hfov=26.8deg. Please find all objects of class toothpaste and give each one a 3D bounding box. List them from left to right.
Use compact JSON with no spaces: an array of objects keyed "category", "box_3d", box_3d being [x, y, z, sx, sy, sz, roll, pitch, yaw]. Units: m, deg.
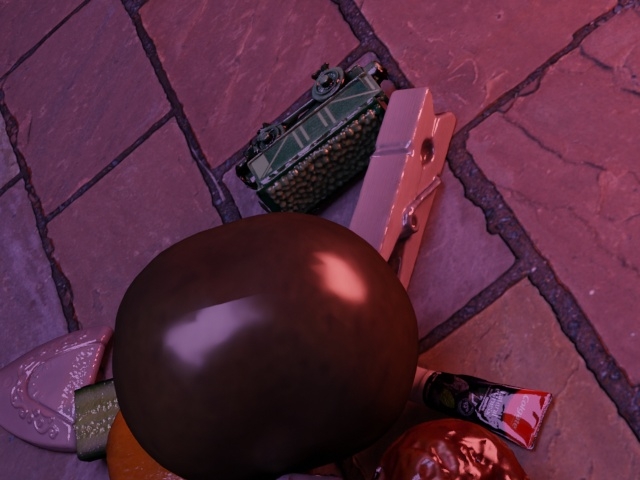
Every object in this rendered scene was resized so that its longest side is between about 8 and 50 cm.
[{"category":"toothpaste","box_3d":[0.184,0.191,1.610,0.193,0.045,0.071,15,73,39]}]

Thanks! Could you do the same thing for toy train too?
[{"category":"toy train","box_3d":[0.004,-0.149,1.954,0.269,0.115,0.154,-37,45,5]}]

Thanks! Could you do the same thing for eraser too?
[{"category":"eraser","box_3d":[-0.446,0.231,2.086,0.243,0.059,0.204,-8,56,31]}]

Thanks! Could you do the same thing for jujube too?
[{"category":"jujube","box_3d":[0.147,0.336,1.425,0.197,0.197,0.290,-23,63,26]}]

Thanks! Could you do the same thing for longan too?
[{"category":"longan","box_3d":[-0.064,0.132,1.583,0.361,0.361,0.361,-21,49,27]}]

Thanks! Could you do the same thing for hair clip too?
[{"category":"hair clip","box_3d":[0.104,-0.051,1.811,0.085,0.101,0.330,-3,57,41]}]

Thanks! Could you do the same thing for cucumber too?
[{"category":"cucumber","box_3d":[-0.302,0.263,1.945,0.115,0.062,0.116,-21,57,30]}]

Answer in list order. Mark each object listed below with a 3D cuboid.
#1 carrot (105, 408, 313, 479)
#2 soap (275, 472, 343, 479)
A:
[{"category":"carrot","box_3d":[-0.143,0.295,1.762,0.307,0.100,0.258,20,67,35]},{"category":"soap","box_3d":[-0.041,0.453,1.491,0.285,0.107,0.296,-50,42,32]}]
